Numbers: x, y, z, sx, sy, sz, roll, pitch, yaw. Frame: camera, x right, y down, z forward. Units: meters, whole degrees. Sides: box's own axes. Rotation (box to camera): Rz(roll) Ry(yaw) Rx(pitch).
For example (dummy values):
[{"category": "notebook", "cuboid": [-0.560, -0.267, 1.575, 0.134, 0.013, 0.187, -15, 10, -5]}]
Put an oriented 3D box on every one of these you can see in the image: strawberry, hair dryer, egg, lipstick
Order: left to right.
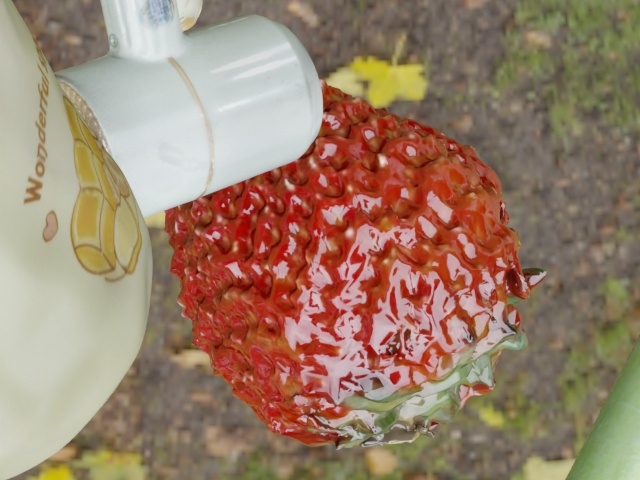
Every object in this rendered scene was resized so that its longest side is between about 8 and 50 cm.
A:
[{"category": "hair dryer", "cuboid": [-0.110, -0.196, 1.086, 0.173, 0.107, 0.357, -23, 115, -33]}, {"category": "egg", "cuboid": [-0.150, -0.238, 1.702, 0.071, 0.071, 0.083, -15, 165, 15]}, {"category": "strawberry", "cuboid": [0.000, 0.000, 1.376, 0.267, 0.351, 0.312, -43, 165, -3]}, {"category": "lipstick", "cuboid": [0.271, 0.111, 1.350, 0.076, 0.304, 0.076, 27, 159, 12]}]

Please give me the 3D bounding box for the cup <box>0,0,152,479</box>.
[{"category": "cup", "cuboid": [-0.196, -0.030, 0.682, 0.173, 0.255, 0.202, -46, 143, -17]}]
